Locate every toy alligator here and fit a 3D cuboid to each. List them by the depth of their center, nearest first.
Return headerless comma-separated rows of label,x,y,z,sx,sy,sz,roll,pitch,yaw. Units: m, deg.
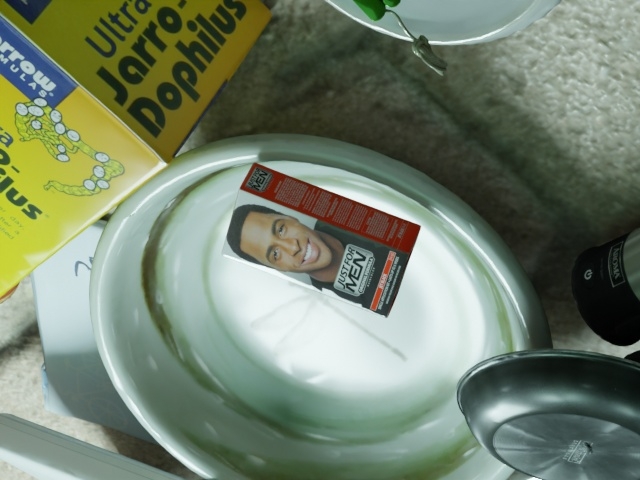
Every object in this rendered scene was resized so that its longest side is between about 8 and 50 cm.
toy alligator,0.022,-0.184,1.278,0.189,0.056,0.051,38,100,-9

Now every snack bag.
snack bag,-0.135,0.112,1.895,0.342,0.037,0.323,17,139,15

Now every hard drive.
hard drive,-0.138,0.265,1.921,0.353,0.047,0.233,12,162,44

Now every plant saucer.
plant saucer,0.007,0.064,1.675,0.400,0.100,0.400,10,126,13

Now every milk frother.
milk frother,0.295,0.042,1.528,0.143,0.129,0.135,2,159,-38

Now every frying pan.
frying pan,0.256,0.168,1.571,0.326,0.053,0.197,26,147,-21

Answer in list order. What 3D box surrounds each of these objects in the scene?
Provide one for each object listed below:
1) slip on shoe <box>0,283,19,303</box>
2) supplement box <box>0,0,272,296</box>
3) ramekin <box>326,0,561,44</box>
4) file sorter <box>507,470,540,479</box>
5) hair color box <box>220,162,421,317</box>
slip on shoe,-0.429,-0.019,1.881,0.331,0.123,0.101,21,154,10
supplement box,-0.240,-0.112,1.597,0.195,0.194,0.356,42,139,-13
ramekin,0.077,-0.250,1.312,0.273,0.127,0.273,17,139,16
file sorter,0.235,0.365,1.829,0.277,0.173,0.193,45,138,-16
hair color box,0.000,0.000,1.541,0.141,0.043,0.072,21,128,5
